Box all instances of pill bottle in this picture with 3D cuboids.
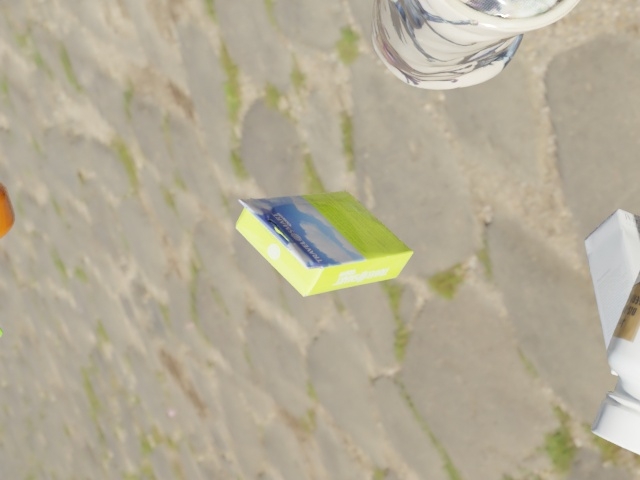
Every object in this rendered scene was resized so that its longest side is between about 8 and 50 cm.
[{"bbox_3d":[0.347,0.096,1.270,0.131,0.131,0.229,21,88,61],"label":"pill bottle"}]

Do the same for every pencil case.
[{"bbox_3d":[0.153,-0.251,1.299,0.410,0.184,0.159,149,97,-87],"label":"pencil case"}]

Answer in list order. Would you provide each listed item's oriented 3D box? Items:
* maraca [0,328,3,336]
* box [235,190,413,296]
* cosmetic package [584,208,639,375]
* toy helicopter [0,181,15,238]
[{"bbox_3d":[-0.428,0.049,1.469,0.186,0.099,0.127,43,154,-16],"label":"maraca"},{"bbox_3d":[0.000,0.000,1.316,0.109,0.178,0.042,44,118,25],"label":"box"},{"bbox_3d":[0.434,0.078,1.772,0.085,0.117,0.231,-50,32,43],"label":"cosmetic package"},{"bbox_3d":[-0.384,-0.015,0.847,0.235,0.355,0.140,1,115,30],"label":"toy helicopter"}]
